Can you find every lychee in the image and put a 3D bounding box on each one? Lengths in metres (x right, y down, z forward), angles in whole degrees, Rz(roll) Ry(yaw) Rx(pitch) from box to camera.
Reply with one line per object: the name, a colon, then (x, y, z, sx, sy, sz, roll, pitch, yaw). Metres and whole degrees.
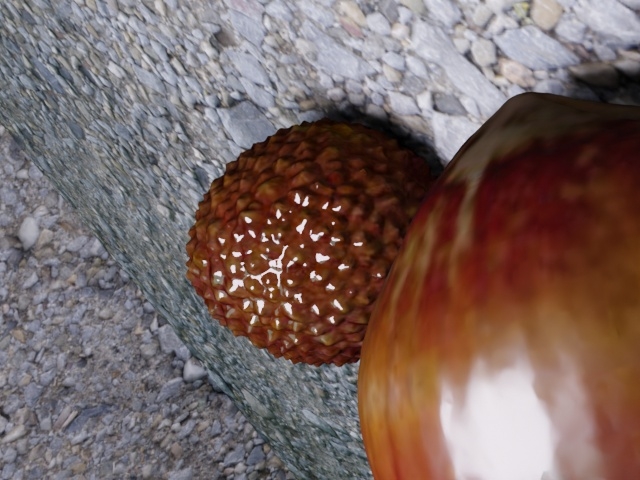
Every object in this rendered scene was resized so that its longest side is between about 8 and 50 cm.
lychee: (0.000, 0.000, 1.112, 0.275, 0.304, 0.276, 14, 111, 43)

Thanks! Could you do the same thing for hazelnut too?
hazelnut: (0.206, 0.103, 0.798, 0.402, 0.402, 0.429, 47, 169, -9)
